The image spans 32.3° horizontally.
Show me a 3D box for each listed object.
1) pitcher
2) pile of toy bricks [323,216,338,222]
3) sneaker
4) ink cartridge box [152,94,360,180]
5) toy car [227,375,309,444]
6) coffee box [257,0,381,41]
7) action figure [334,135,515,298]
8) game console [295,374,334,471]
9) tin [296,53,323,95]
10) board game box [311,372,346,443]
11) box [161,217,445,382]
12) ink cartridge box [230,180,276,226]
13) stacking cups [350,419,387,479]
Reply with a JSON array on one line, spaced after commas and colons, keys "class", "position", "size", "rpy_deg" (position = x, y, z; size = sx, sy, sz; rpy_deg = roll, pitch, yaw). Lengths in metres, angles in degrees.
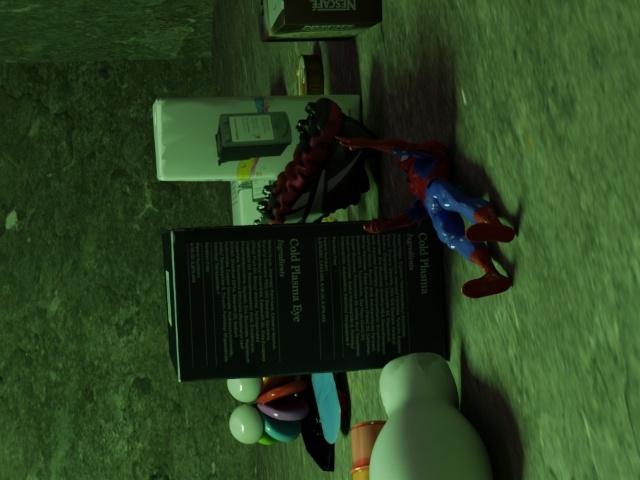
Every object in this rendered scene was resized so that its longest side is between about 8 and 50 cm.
[{"class": "pitcher", "position": [0.121, 0.245, 1.170], "size": [0.207, 0.125, 0.177], "rpy_deg": [-90, -19, -63]}, {"class": "pile of toy bricks", "position": [0.000, 0.000, 1.693], "size": [0.212, 0.118, 0.105], "rpy_deg": [-117, 6, -65]}, {"class": "sneaker", "position": [-0.006, -0.070, 1.598], "size": [0.276, 0.135, 0.097], "rpy_deg": [-59, 19, 30]}, {"class": "ink cartridge box", "position": [-0.105, -0.159, 1.737], "size": [0.226, 0.306, 0.131], "rpy_deg": [-162, 69, -80]}, {"class": "toy car", "position": [-0.081, 0.299, 2.071], "size": [0.136, 0.159, 0.182], "rpy_deg": [5, 100, 42]}, {"class": "coffee box", "position": [-0.008, -0.348, 1.603], "size": [0.246, 0.141, 0.098], "rpy_deg": [-156, 63, -80]}, {"class": "action figure", "position": [0.094, -0.038, 1.149], "size": [0.280, 0.139, 0.091], "rpy_deg": [-108, 19, -65]}, {"class": "game console", "position": [-0.010, 0.243, 2.103], "size": [0.213, 0.044, 0.361], "rpy_deg": [-121, 29, -67]}, {"class": "tin", "position": [-0.019, -0.244, 2.011], "size": [0.106, 0.040, 0.189], "rpy_deg": [-136, 44, -70]}, {"class": "board game box", "position": [0.024, 0.270, 1.943], "size": [0.133, 0.033, 0.168], "rpy_deg": [113, 148, -57]}, {"class": "box", "position": [-0.037, 0.066, 1.405], "size": [0.343, 0.312, 0.179], "rpy_deg": [180, 87, -81]}, {"class": "ink cartridge box", "position": [-0.135, -0.136, 2.457], "size": [0.211, 0.121, 0.289], "rpy_deg": [170, 96, -80]}, {"class": "stacking cups", "position": [0.078, 0.400, 1.470], "size": [0.096, 0.096, 0.316], "rpy_deg": [107, 157, -64]}]
